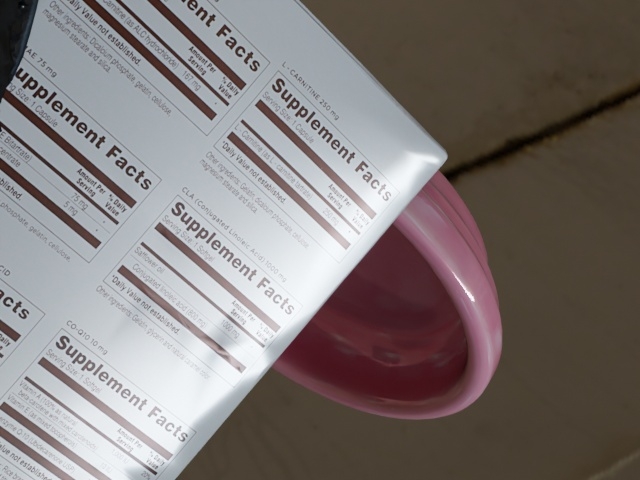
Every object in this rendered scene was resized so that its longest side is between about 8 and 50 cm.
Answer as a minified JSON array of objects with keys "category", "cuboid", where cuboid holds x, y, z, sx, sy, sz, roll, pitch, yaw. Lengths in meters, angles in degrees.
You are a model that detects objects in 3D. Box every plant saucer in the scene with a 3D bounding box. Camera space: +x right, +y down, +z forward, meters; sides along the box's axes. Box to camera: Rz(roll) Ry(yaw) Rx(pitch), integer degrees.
[{"category":"plant saucer","cuboid":[0.000,0.000,1.156,0.332,0.332,0.084,29,-120,14]}]

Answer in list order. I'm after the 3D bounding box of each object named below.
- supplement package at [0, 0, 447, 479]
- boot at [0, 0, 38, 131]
[{"category":"supplement package","cuboid":[-0.105,-0.021,0.548,0.149,0.203,0.194,43,175,-29]},{"category":"boot","cuboid":[-0.194,-0.030,0.361,0.207,0.246,0.094,40,-169,24]}]
